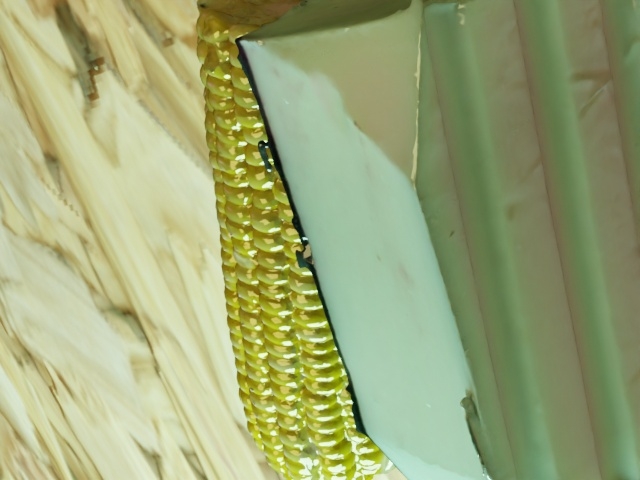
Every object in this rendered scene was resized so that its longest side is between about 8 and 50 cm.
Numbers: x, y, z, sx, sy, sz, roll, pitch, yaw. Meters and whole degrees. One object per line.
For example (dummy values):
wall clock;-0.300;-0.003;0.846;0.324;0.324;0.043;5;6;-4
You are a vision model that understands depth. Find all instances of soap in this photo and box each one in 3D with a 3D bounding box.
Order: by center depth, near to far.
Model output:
soap;0.065;-0.006;0.709;0.091;0.145;0.230;15;128;46

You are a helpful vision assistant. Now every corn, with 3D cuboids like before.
corn;0.000;0.000;0.845;0.093;0.093;0.244;26;136;38
